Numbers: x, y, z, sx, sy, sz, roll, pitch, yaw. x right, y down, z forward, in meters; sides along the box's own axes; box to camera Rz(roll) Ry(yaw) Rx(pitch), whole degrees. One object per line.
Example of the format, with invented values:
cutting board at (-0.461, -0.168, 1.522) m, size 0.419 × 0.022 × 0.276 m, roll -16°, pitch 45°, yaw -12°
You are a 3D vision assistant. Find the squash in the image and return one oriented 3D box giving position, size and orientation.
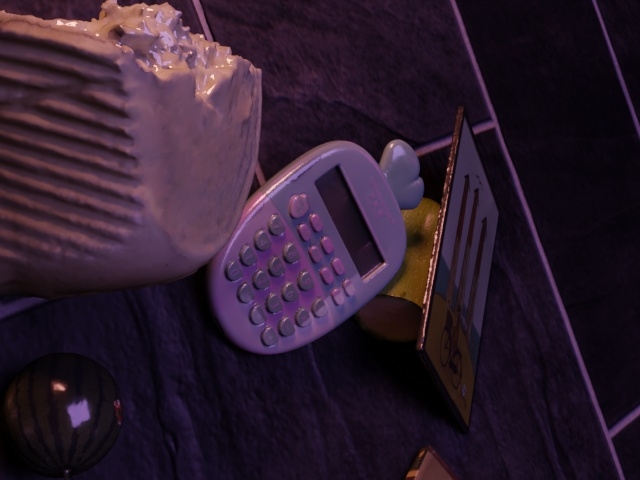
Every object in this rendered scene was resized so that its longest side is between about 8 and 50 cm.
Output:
squash at (0.103, 0.019, 1.532) m, size 0.095 × 0.095 × 0.188 m, roll 41°, pitch 48°, yaw -29°

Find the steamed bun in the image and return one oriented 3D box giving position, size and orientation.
steamed bun at (-0.183, -0.096, 1.143) m, size 0.272 × 0.290 × 0.274 m, roll -29°, pitch 116°, yaw -52°

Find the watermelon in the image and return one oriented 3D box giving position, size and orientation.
watermelon at (-0.223, 0.163, 1.133) m, size 0.105 × 0.105 × 0.133 m, roll 25°, pitch 43°, yaw -38°

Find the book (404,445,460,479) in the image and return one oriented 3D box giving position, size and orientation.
book at (0.121, 0.372, 1.481) m, size 0.161 × 0.026 × 0.231 m, roll 52°, pitch 47°, yaw -21°

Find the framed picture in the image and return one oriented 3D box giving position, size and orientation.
framed picture at (0.171, 0.039, 1.571) m, size 0.244 × 0.013 × 0.324 m, roll 59°, pitch 38°, yaw -55°

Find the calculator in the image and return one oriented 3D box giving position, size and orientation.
calculator at (0.000, 0.000, 1.400) m, size 0.299 × 0.041 × 0.186 m, roll -40°, pitch 118°, yaw -24°
